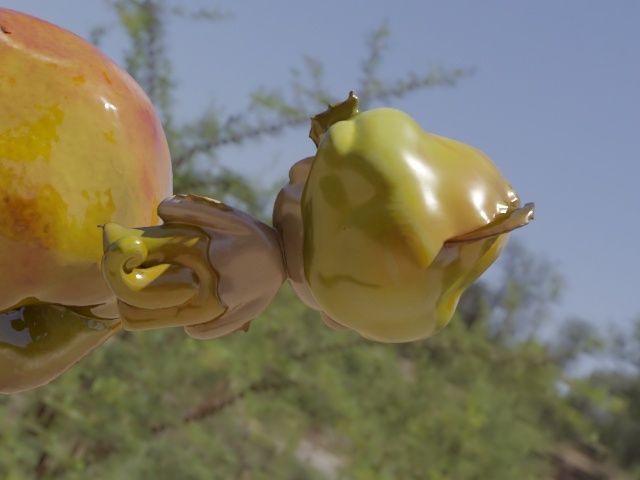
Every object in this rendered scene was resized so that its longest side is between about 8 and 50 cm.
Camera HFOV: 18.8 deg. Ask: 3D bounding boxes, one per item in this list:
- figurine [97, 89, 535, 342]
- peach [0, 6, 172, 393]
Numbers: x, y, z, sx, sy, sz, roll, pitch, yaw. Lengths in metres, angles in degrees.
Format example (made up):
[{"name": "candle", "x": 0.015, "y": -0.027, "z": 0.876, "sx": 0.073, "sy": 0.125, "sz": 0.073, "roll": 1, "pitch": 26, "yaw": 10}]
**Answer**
[{"name": "figurine", "x": 0.000, "y": 0.000, "z": 1.115, "sx": 0.131, "sy": 0.246, "sz": 0.156, "roll": -101, "pitch": 177, "yaw": -71}, {"name": "peach", "x": -0.264, "y": -0.050, "z": 1.430, "sx": 0.308, "sy": 0.289, "sz": 0.289, "roll": 60, "pitch": 11, "yaw": 26}]
